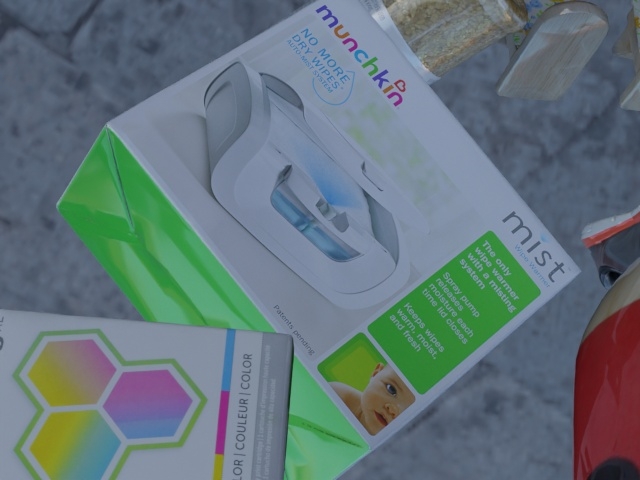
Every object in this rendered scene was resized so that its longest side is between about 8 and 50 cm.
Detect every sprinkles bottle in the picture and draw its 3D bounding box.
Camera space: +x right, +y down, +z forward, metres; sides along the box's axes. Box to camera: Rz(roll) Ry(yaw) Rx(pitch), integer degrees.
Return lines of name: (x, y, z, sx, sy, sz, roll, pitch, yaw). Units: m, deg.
sprinkles bottle: (0.002, -0.145, 1.409, 0.355, 0.121, 0.121, -30, 118, 19)

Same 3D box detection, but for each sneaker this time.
sneaker: (0.259, 0.003, 1.212, 0.061, 0.065, 0.158, -9, 173, -25)

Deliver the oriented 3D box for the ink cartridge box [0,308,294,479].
ink cartridge box: (-0.121, 0.095, 0.771, 0.209, 0.109, 0.062, 6, 143, -2)

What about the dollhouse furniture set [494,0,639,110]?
dollhouse furniture set: (0.367, -0.339, 1.564, 0.394, 0.362, 0.256, 5, 151, -14)

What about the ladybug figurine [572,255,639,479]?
ladybug figurine: (0.173, 0.169, 0.593, 0.161, 0.449, 0.305, -1, 146, 10)

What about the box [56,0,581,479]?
box: (0.000, 0.000, 1.089, 0.262, 0.231, 0.127, 51, 145, 6)
